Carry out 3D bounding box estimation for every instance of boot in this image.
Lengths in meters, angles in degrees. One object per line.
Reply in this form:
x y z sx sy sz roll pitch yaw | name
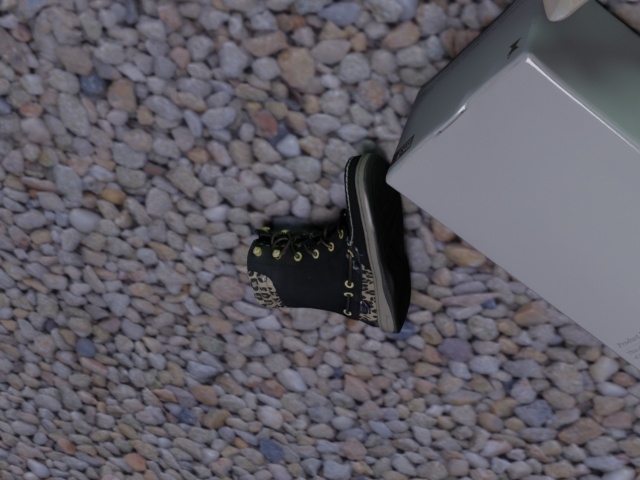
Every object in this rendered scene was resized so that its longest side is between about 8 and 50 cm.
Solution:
0.000 0.002 1.493 0.178 0.085 0.236 6 134 21 | boot

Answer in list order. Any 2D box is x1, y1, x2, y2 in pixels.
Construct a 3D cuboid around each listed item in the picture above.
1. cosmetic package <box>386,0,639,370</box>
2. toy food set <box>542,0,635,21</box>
0.279 -0.045 1.281 0.385 0.156 0.217 38 134 -13 | cosmetic package
0.340 -0.224 1.023 0.219 0.306 0.092 -39 64 44 | toy food set
